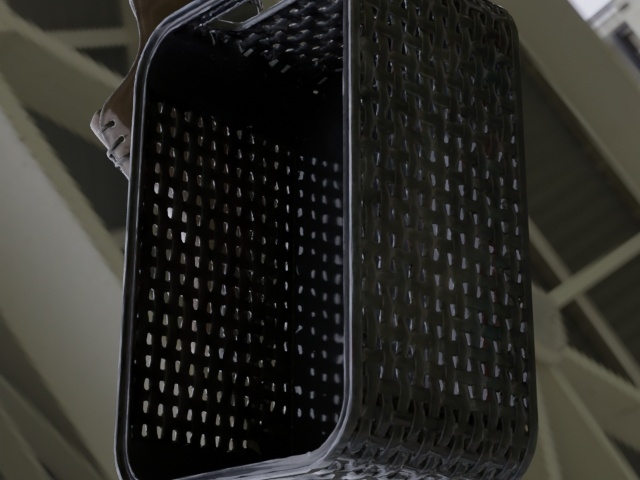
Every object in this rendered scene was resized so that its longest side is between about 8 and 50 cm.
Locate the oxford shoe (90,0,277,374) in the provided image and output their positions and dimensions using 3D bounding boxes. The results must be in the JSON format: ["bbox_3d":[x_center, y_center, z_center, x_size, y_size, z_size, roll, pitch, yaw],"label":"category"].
[{"bbox_3d":[-0.071,-0.037,0.704,0.083,0.096,0.227,84,-179,-69],"label":"oxford shoe"}]

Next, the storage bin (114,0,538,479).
[{"bbox_3d":[0.000,0.000,0.457,0.084,0.122,0.180,16,-114,-39],"label":"storage bin"}]
